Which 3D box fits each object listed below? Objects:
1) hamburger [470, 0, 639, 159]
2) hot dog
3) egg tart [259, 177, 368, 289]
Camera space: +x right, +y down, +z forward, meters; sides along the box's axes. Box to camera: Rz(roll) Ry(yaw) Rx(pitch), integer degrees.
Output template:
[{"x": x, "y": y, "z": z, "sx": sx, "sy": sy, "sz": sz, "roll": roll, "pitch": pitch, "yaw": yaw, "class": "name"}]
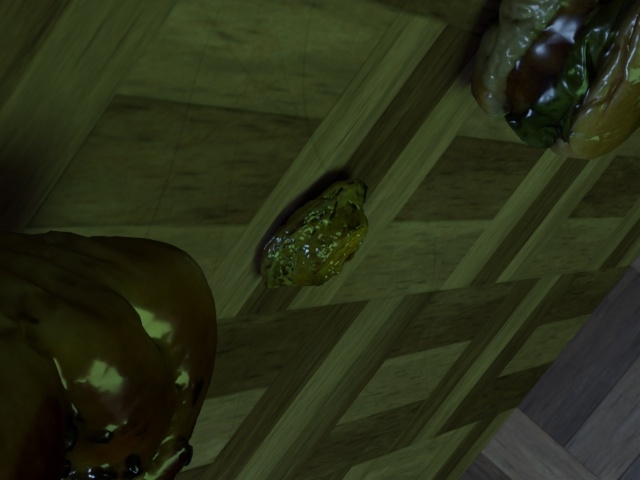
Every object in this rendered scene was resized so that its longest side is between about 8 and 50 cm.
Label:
[{"x": 0.249, "y": -0.176, "z": 1.548, "sx": 0.209, "sy": 0.162, "sz": 0.330, "roll": -44, "pitch": 166, "yaw": -19, "class": "hamburger"}, {"x": -0.217, "y": 0.158, "z": 1.009, "sx": 0.367, "sy": 0.196, "sz": 0.365, "roll": -47, "pitch": 170, "yaw": -48, "class": "hot dog"}, {"x": 0.000, "y": 0.000, "z": 1.506, "sx": 0.130, "sy": 0.052, "sz": 0.130, "roll": -40, "pitch": 162, "yaw": -16, "class": "egg tart"}]
